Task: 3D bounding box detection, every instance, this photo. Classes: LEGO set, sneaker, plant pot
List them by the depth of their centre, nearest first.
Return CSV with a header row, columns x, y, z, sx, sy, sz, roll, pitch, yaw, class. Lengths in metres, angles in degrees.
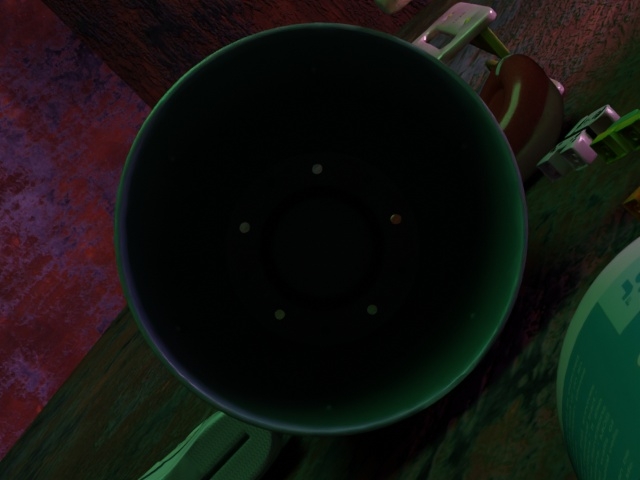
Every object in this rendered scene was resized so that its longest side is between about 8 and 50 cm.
x,y,z,sx,sy,sz,roll,pitch,yaw,class
0.249,-0.079,0.753,0.093,0.087,0.227,-46,4,-18,LEGO set
0.000,0.000,0.905,0.293,0.293,0.235,-46,-3,-3,plant pot
-0.128,0.242,1.012,0.258,0.094,0.091,-40,-7,5,sneaker

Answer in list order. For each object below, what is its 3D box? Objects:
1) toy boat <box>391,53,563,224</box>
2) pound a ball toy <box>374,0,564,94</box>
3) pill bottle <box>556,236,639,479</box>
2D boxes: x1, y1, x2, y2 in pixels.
x,y,z,sx,sy,sz,roll,pitch,yaw,class
0.124,-0.099,1.113,0.231,0.151,0.151,-45,11,1,toy boat
0.145,-0.222,1.349,0.136,0.208,0.319,-44,11,8,pound a ball toy
0.157,0.071,0.353,0.146,0.146,0.264,-43,11,11,pill bottle
